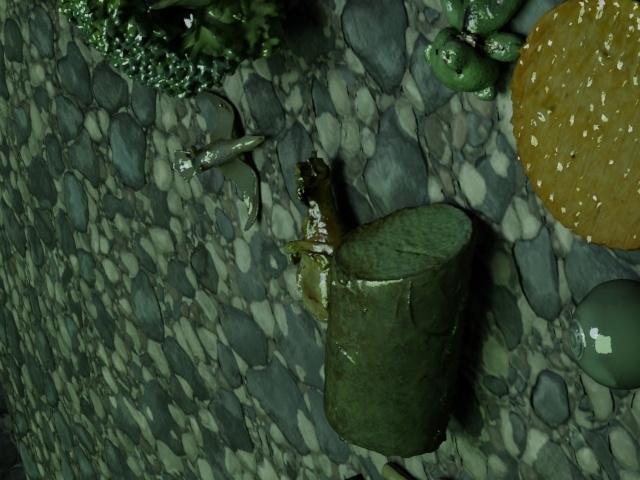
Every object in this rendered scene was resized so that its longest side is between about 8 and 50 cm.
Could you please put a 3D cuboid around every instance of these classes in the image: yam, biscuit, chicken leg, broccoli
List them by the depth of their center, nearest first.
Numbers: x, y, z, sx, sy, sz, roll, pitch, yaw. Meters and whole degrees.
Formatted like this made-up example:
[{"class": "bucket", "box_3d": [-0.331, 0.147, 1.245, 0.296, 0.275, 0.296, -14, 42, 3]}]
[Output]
[{"class": "biscuit", "box_3d": [0.269, -0.109, 1.196, 0.254, 0.035, 0.254, 32, 131, 47]}, {"class": "yam", "box_3d": [0.088, 0.104, 1.489, 0.168, 0.168, 0.304, 40, 139, 42]}, {"class": "broccoli", "box_3d": [-0.191, -0.323, 1.598, 0.317, 0.338, 0.277, -25, 114, 39]}, {"class": "chicken leg", "box_3d": [0.000, 0.000, 1.644, 0.103, 0.088, 0.228, -175, 68, -74]}]

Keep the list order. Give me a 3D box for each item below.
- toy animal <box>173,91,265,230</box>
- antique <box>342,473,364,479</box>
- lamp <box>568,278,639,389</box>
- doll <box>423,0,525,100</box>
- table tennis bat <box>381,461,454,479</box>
[{"class": "toy animal", "box_3d": [-0.137, -0.117, 1.795, 0.155, 0.095, 0.219, -14, 95, 64]}, {"class": "antique", "box_3d": [0.004, 0.421, 1.872, 0.080, 0.081, 0.221, 63, 149, 17]}, {"class": "lamp", "box_3d": [0.286, 0.089, 1.211, 0.105, 0.105, 0.105, 34, 133, 46]}, {"class": "doll", "box_3d": [0.154, -0.217, 1.295, 0.115, 0.077, 0.150, 40, 127, 26]}, {"class": "table tennis bat", "box_3d": [0.159, 0.353, 1.645, 0.234, 0.022, 0.131, 31, 132, 46]}]
